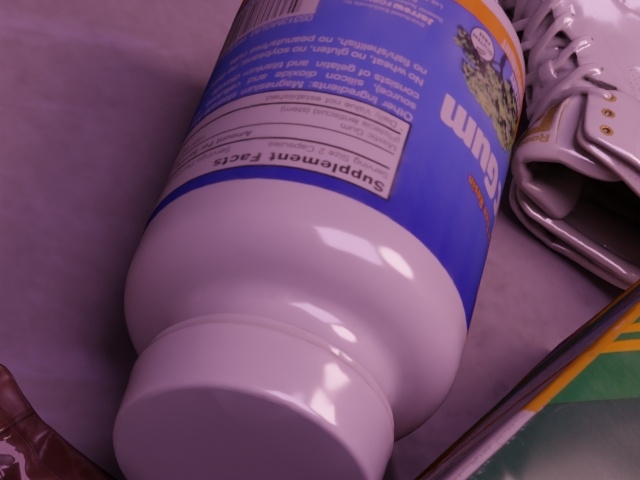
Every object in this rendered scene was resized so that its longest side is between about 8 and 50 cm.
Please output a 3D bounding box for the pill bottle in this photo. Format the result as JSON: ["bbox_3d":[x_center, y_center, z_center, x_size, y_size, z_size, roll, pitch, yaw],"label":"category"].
[{"bbox_3d":[0.000,0.000,0.838,0.152,0.152,0.272,29,47,-13],"label":"pill bottle"}]

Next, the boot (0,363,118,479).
[{"bbox_3d":[-0.131,0.109,0.755,0.114,0.037,0.106,47,47,-2],"label":"boot"}]

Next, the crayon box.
[{"bbox_3d":[0.106,0.101,0.799,0.083,0.203,0.323,49,45,5],"label":"crayon box"}]

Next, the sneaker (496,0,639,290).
[{"bbox_3d":[0.143,-0.102,1.044,0.292,0.108,0.169,49,42,5],"label":"sneaker"}]
